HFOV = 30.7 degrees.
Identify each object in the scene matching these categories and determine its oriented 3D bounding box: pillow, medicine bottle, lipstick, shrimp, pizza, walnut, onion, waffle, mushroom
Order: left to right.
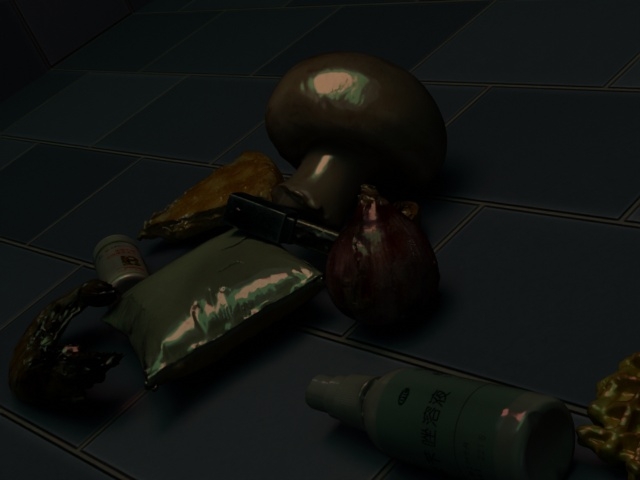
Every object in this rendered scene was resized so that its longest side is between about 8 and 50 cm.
[{"bbox_3d":[-0.382,0.149,1.812,0.365,0.071,0.233,-10,49,53],"label":"shrimp"},{"bbox_3d":[-0.335,0.061,1.992,0.086,0.086,0.183,-29,28,-6],"label":"medicine bottle"},{"bbox_3d":[-0.166,0.088,1.765,0.310,0.119,0.312,-33,26,-11],"label":"pillow"},{"bbox_3d":[-0.197,-0.062,2.111,0.287,0.075,0.280,-24,23,8],"label":"pizza"},{"bbox_3d":[0.000,0.000,1.747,0.312,0.051,0.051,21,11,21],"label":"lipstick"},{"bbox_3d":[0.048,-0.140,1.859,0.297,0.297,0.290,1,64,41],"label":"mushroom"},{"bbox_3d":[0.080,0.019,1.599,0.159,0.195,0.159,-10,12,2],"label":"onion"},{"bbox_3d":[0.114,-0.013,1.776,0.091,0.052,0.121,-16,22,23],"label":"walnut"},{"bbox_3d":[0.117,0.202,1.337,0.351,0.110,0.110,7,42,46],"label":"medicine bottle"},{"bbox_3d":[0.371,0.190,1.202,0.229,0.057,0.219,3,39,44],"label":"waffle"}]
